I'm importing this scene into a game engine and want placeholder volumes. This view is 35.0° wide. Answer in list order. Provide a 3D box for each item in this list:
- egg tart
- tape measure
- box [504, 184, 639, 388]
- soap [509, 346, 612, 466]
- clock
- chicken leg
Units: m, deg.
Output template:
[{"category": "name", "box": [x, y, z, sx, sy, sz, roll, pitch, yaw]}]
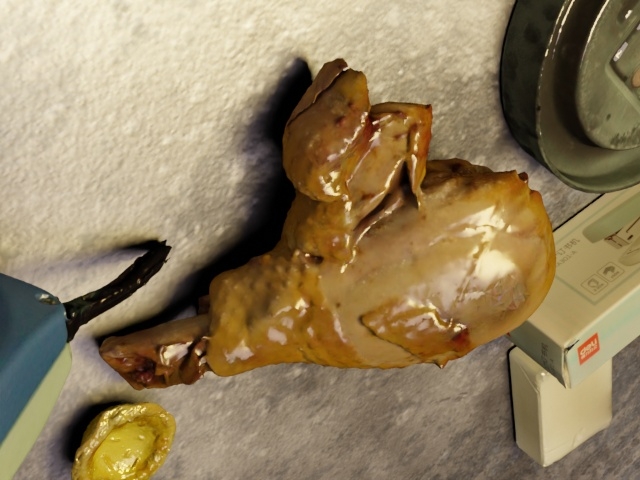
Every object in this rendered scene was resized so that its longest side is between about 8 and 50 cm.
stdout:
[{"category": "egg tart", "box": [-0.177, 0.179, 0.896, 0.105, 0.039, 0.105, -20, 129, -26]}, {"category": "tape measure", "box": [-0.254, 0.061, 0.696, 0.351, 0.215, 0.098, -66, 161, -57]}, {"category": "box", "box": [0.321, 0.035, 1.119, 0.269, 0.135, 0.079, -35, 134, -14]}, {"category": "soap", "box": [0.301, 0.183, 1.257, 0.121, 0.064, 0.183, -29, 132, -19]}, {"category": "clock", "box": [0.314, -0.201, 1.003, 0.318, 0.066, 0.319, -21, 130, -27]}, {"category": "chicken leg", "box": [0.000, 0.000, 0.858, 0.409, 0.182, 0.295, -19, 121, -7]}]
